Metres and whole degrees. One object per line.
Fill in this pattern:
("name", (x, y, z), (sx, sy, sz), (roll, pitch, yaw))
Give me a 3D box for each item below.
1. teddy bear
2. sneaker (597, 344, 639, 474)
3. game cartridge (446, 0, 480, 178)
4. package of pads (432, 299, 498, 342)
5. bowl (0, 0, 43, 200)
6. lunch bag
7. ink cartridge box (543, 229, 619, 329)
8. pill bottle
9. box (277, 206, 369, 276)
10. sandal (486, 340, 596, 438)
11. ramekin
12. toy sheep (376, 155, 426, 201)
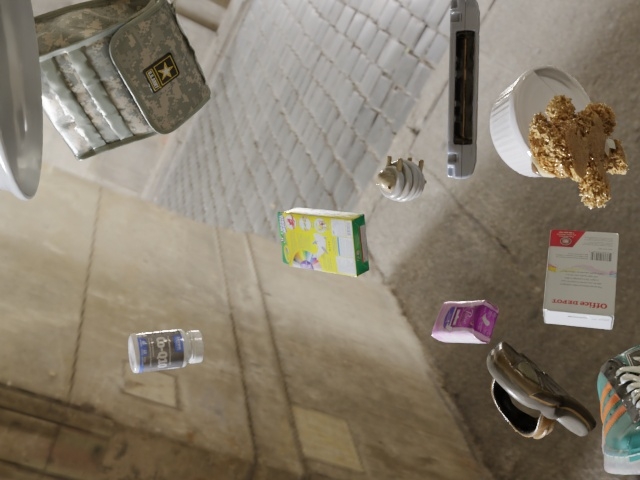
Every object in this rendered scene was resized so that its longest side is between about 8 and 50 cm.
("teddy bear", (0.529, -0.190, 1.644), (0.113, 0.245, 0.338), (-18, 16, 42))
("sneaker", (0.329, 0.164, 0.799), (0.302, 0.108, 0.121), (36, -129, -77))
("game cartridge", (0.248, -0.261, 1.392), (0.198, 0.062, 0.297), (-29, -60, -75))
("package of pads", (0.179, 0.102, 0.994), (0.083, 0.032, 0.050), (-9, 55, 58))
("bowl", (-0.376, -0.185, 0.810), (0.298, 0.134, 0.298), (176, 90, -81))
("lunch bag", (-0.360, -0.304, 1.432), (0.286, 0.235, 0.169), (-17, 47, 5))
("ink cartridge box", (0.500, 0.074, 1.528), (0.072, 0.127, 0.175), (61, -142, -58))
("pill bottle", (-0.306, 0.216, 1.577), (0.078, 0.137, 0.078), (176, 90, -67))
("box", (0.000, 0.000, 1.392), (0.179, 0.043, 0.105), (7, 111, 38))
("sandal", (0.192, 0.149, 0.728), (0.060, 0.219, 0.090), (-49, 60, 6))
("ramekin", (0.535, -0.279, 1.940), (0.127, 0.272, 0.273), (-22, 49, 59))
("toy sheep", (0.162, -0.118, 1.551), (0.091, 0.132, 0.091), (0, 90, 54))
